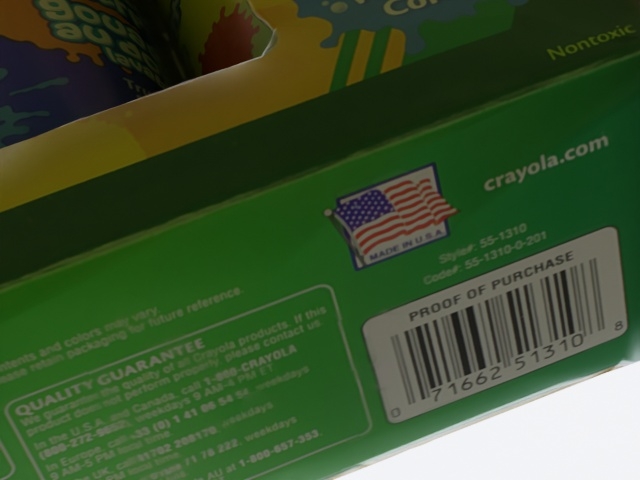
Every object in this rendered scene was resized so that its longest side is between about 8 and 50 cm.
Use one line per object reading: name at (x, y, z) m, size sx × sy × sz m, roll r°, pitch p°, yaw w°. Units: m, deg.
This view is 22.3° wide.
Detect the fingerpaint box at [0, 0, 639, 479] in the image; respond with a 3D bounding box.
fingerpaint box at (-0.133, -0.053, 0.660) m, size 0.445 × 0.163 × 0.371 m, roll -20°, pitch -136°, yaw -4°
